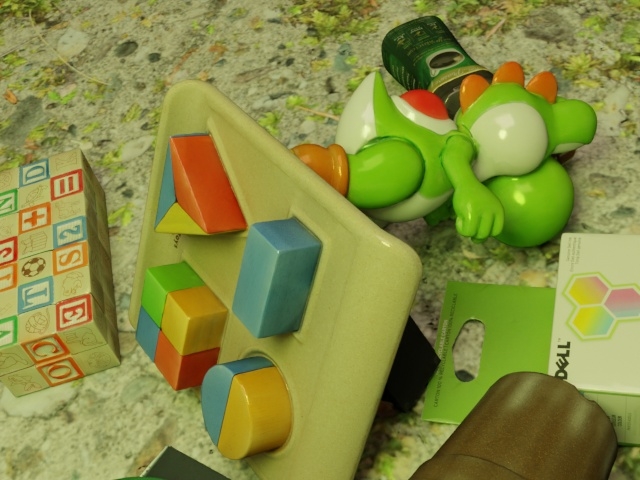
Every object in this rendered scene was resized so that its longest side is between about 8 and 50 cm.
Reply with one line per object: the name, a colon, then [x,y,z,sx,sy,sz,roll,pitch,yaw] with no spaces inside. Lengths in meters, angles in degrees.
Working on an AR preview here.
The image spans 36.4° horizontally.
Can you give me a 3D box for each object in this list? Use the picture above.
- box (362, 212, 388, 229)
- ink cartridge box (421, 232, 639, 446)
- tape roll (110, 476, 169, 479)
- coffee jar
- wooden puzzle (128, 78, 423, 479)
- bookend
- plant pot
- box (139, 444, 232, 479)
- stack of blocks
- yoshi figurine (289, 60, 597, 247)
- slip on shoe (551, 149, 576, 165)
box: [0.000,0.000,1.120,0.063,0.067,0.324,29,63,35]
ink cartridge box: [0.232,0.091,0.951,0.255,0.097,0.189,2,50,17]
tape roll: [-0.142,0.342,0.718,0.321,0.077,0.321,0,89,31]
coffee jar: [0.156,-0.210,1.252,0.096,0.079,0.184,-22,46,-8]
wooden puzzle: [-0.082,0.059,0.928,0.080,0.322,0.348,-12,39,-40]
bookend: [0.015,0.090,0.999,0.156,0.157,0.072,1,45,50]
plant pot: [0.163,0.209,0.824,0.167,0.167,0.165,17,42,28]
box: [-0.066,0.289,0.822,0.207,0.153,0.108,21,58,30]
stack of blocks: [-0.346,0.036,1.173,0.171,0.087,0.297,-18,47,0]
yoshi figurine: [0.132,-0.049,1.023,0.362,0.203,0.203,-14,55,-17]
slip on shoe: [0.235,-0.087,1.149,0.135,0.051,0.041,-31,8,-1]
